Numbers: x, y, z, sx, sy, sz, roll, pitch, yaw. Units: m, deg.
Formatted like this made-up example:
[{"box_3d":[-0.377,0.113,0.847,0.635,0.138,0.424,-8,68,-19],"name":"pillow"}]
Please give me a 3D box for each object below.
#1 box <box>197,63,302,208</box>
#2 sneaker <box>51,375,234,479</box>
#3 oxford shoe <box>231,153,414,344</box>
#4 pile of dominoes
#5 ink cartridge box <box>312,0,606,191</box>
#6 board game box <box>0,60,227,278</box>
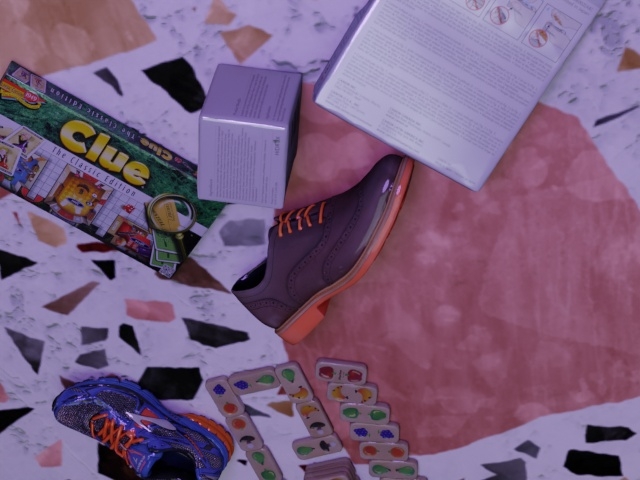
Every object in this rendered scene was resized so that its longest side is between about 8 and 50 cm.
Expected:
[{"box_3d":[-0.069,-0.101,1.409,0.087,0.101,0.102,8,128,3],"name":"box"},{"box_3d":[-0.207,0.228,1.689,0.221,0.087,0.083,21,126,-8],"name":"sneaker"},{"box_3d":[0.000,0.000,1.484,0.098,0.097,0.271,32,125,-9],"name":"oxford shoe"},{"box_3d":[-0.001,0.245,1.703,0.196,0.040,0.251,-15,124,18],"name":"pile of dominoes"},{"box_3d":[0.129,-0.185,1.364,0.189,0.066,0.232,28,105,-13],"name":"ink cartridge box"},{"box_3d":[-0.234,-0.069,1.505,0.260,0.030,0.136,29,123,-14],"name":"board game box"}]
